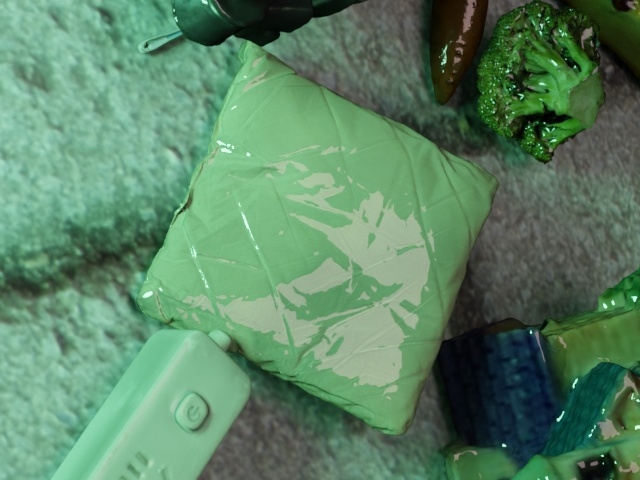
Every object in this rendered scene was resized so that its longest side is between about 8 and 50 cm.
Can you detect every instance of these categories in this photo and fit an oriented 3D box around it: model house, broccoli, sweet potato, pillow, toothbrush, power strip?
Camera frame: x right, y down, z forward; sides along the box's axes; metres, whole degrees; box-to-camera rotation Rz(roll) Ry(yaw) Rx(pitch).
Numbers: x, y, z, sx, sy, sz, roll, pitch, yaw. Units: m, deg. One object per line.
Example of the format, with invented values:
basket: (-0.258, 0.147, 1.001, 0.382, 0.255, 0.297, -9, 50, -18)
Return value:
model house: (0.250, 0.163, 1.786, 0.280, 0.312, 0.245, -14, 93, -2)
broccoli: (0.221, -0.156, 1.938, 0.146, 0.138, 0.162, 2, 111, -32)
sweet potato: (0.143, -0.262, 1.925, 0.057, 0.057, 0.264, 13, 86, -36)
pillow: (0.002, -0.001, 1.746, 0.274, 0.076, 0.280, 27, 66, -14)
toothbrush: (-0.100, -0.198, 1.756, 0.162, 0.017, 0.014, -28, 93, -39)
power strip: (-0.174, 0.220, 1.563, 0.091, 0.062, 0.385, 47, 61, -24)

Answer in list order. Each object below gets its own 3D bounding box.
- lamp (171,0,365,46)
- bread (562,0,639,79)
lamp: (-0.031, -0.336, 1.723, 0.272, 0.205, 0.374, 8, 70, -41)
bread: (0.384, -0.232, 2.110, 0.361, 0.077, 0.138, 40, 59, -25)
